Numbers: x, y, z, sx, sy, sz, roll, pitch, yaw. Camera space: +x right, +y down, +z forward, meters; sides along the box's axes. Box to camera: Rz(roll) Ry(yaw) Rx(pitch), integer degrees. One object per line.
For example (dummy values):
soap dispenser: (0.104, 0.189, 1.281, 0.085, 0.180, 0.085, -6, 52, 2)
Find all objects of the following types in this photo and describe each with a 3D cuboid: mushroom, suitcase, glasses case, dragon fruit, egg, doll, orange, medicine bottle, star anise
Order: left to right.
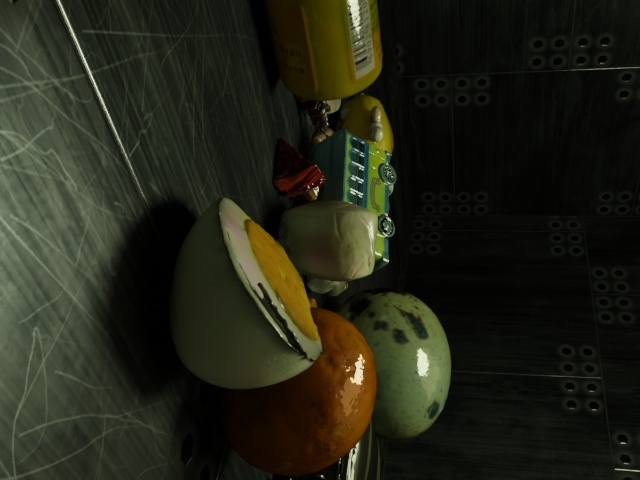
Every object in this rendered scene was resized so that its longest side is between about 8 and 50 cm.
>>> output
egg: (-0.128, 0.085, 1.032, 0.264, 0.174, 0.286, 54, 11, -41)
dragon fruit: (-0.058, -0.137, 1.598, 0.092, 0.122, 0.192, -49, 168, 0)
orange: (-0.033, 0.249, 1.198, 0.226, 0.284, 0.283, 41, 36, -20)
star anise: (-0.008, -0.312, 1.733, 0.190, 0.070, 0.097, 57, 28, -34)
medicine bottle: (-0.005, -0.486, 1.407, 0.384, 0.225, 0.224, 77, 18, -45)
glasses case: (0.021, -0.378, 1.917, 0.204, 0.051, 0.081, -53, 140, -69)
glasses case: (0.023, -0.189, 1.898, 0.102, 0.070, 0.193, -62, 150, -62)
mushroom: (0.026, 0.094, 1.879, 0.278, 0.099, 0.096, 36, 61, -79)
suitcase: (0.032, 0.518, 1.701, 0.434, 0.194, 0.283, 75, 20, -55)
doll: (0.128, -0.223, 2.070, 0.423, 0.161, 0.348, -118, -145, -65)
egg: (0.185, 0.331, 1.966, 0.345, 0.345, 0.427, 71, -1, -56)

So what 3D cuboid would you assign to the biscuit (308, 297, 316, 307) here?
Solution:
biscuit: (-0.037, 0.220, 1.731, 0.250, 0.036, 0.165, 23, 69, -73)

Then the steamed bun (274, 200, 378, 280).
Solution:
steamed bun: (0.000, 0.000, 1.506, 0.153, 0.239, 0.169, 0, 93, -37)

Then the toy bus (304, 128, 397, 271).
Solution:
toy bus: (0.066, -0.086, 1.740, 0.190, 0.152, 0.312, 22, 59, -34)
